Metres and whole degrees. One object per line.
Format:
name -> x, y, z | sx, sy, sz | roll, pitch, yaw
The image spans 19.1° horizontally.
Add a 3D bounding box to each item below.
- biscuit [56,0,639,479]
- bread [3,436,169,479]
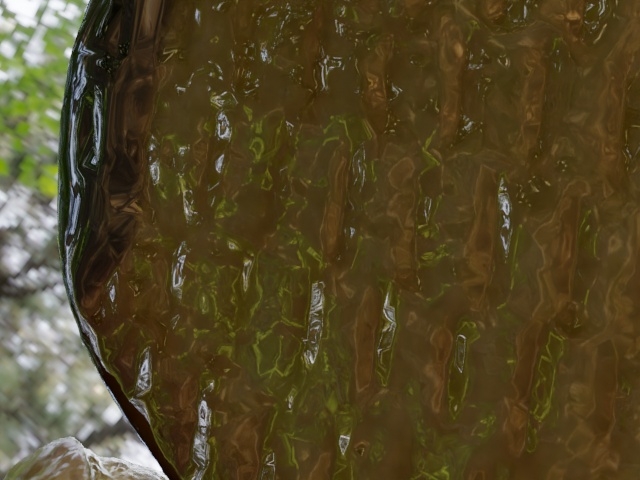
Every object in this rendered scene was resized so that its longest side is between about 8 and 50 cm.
biscuit -> 0.061, -0.038, 0.597 | 0.318, 0.318, 0.040 | -61, -25, 0
bread -> -0.179, 0.306, 1.467 | 0.172, 0.312, 0.312 | 7, -76, -21
